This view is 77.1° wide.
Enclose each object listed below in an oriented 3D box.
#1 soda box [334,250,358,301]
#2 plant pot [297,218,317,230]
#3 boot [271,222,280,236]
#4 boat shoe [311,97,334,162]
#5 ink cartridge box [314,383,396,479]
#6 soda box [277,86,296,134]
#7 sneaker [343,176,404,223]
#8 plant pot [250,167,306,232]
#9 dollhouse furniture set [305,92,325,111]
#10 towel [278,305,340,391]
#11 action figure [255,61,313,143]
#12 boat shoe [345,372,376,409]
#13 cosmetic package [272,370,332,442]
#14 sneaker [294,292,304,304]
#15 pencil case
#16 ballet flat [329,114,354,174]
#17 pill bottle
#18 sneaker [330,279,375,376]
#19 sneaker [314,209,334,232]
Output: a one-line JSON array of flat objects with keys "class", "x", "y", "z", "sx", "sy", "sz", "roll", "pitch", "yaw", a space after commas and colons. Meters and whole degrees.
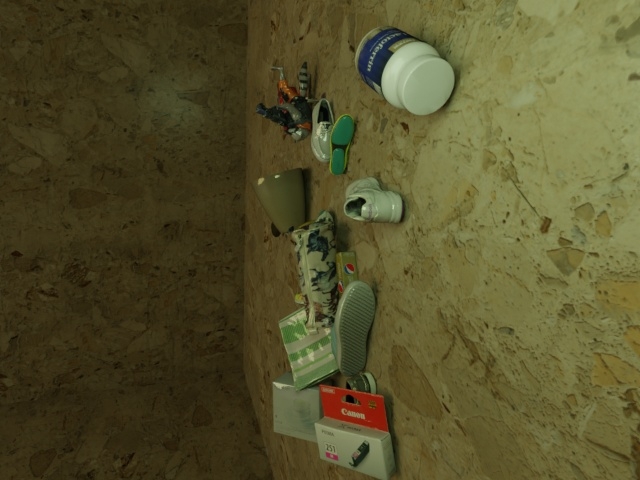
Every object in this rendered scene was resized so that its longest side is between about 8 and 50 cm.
[{"class": "soda box", "x": 0.096, "y": 0.132, "z": 1.446, "sx": 0.061, "sy": 0.058, "sz": 0.181, "roll": 149, "pitch": 118, "yaw": -68}, {"class": "plant pot", "x": -0.050, "y": -0.027, "z": 1.780, "sx": 0.134, "sy": 0.095, "sz": 0.134, "roll": 177, "pitch": 90, "yaw": -71}, {"class": "boot", "x": -0.232, "y": -0.069, "z": 2.299, "sx": 0.219, "sy": 0.082, "sz": 0.106, "roll": 112, "pitch": 151, "yaw": -45}, {"class": "boat shoe", "x": 0.010, "y": -0.433, "z": 1.572, "sx": 0.084, "sy": 0.095, "sz": 0.258, "roll": 129, "pitch": 134, "yaw": -67}, {"class": "ink cartridge box", "x": 0.096, "y": 0.605, "z": 1.288, "sx": 0.275, "sy": 0.060, "sz": 0.238, "roll": -9, "pitch": 92, "yaw": 42}, {"class": "soda box", "x": -0.151, "y": -0.653, "z": 2.010, "sx": 0.092, "sy": 0.084, "sz": 0.263, "roll": 116, "pitch": 146, "yaw": -53}, {"class": "sneaker", "x": 0.123, "y": -0.127, "z": 1.212, "sx": 0.305, "sy": 0.152, "sz": 0.114, "roll": -140, "pitch": 48, "yaw": -66}, {"class": "plant pot", "x": -0.173, "y": -0.183, "z": 1.939, "sx": 0.256, "sy": 0.257, "sz": 0.273, "roll": 0, "pitch": 108, "yaw": 70}, {"class": "dollhouse furniture set", "x": -0.034, "y": -0.561, "z": 1.698, "sx": 0.114, "sy": 0.081, "sz": 0.090, "roll": 163, "pitch": 104, "yaw": -70}, {"class": "towel", "x": -0.046, "y": 0.424, "z": 1.668, "sx": 0.248, "sy": 0.038, "sz": 0.324, "roll": -33, "pitch": 51, "yaw": 15}, {"class": "action figure", "x": -0.124, "y": -0.593, "z": 1.743, "sx": 0.179, "sy": 0.341, "sz": 0.329, "roll": -9, "pitch": 90, "yaw": 32}, {"class": "boat shoe", "x": 0.123, "y": 0.596, "z": 1.372, "sx": 0.109, "sy": 0.091, "sz": 0.304, "roll": -144, "pitch": 54, "yaw": -65}, {"class": "cosmetic package", "x": -0.073, "y": 0.696, "z": 1.699, "sx": 0.224, "sy": 0.138, "sz": 0.224, "roll": 0, "pitch": 92, "yaw": 26}, {"class": "sneaker", "x": -0.054, "y": 0.250, "z": 1.855, "sx": 0.209, "sy": 0.082, "sz": 0.094, "roll": -3, "pitch": 89, "yaw": 59}, {"class": "pencil case", "x": -0.011, "y": 0.137, "z": 1.516, "sx": 0.160, "sy": 0.184, "sz": 0.409, "roll": -3, "pitch": 97, "yaw": 46}, {"class": "ballet flat", "x": 0.070, "y": -0.351, "z": 1.459, "sx": 0.077, "sy": 0.077, "sz": 0.230, "roll": -92, "pitch": 9, "yaw": -56}, {"class": "pill bottle", "x": 0.198, "y": -0.411, "z": 0.972, "sx": 0.264, "sy": 0.153, "sz": 0.153, "roll": -117, "pitch": 31, "yaw": -47}, {"class": "sneaker", "x": 0.087, "y": 0.283, "z": 1.378, "sx": 0.150, "sy": 0.135, "sz": 0.365, "roll": -134, "pitch": 47, "yaw": -57}, {"class": "sneaker", "x": 0.000, "y": 0.000, "z": 1.679, "sx": 0.110, "sy": 0.107, "sz": 0.275, "roll": -95, "pitch": 19, "yaw": -60}]
